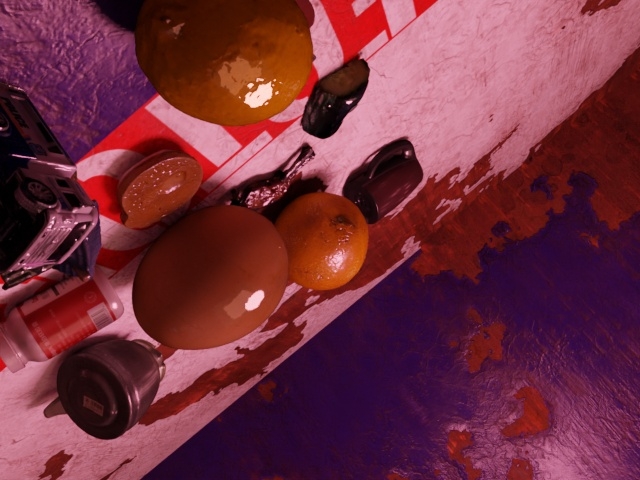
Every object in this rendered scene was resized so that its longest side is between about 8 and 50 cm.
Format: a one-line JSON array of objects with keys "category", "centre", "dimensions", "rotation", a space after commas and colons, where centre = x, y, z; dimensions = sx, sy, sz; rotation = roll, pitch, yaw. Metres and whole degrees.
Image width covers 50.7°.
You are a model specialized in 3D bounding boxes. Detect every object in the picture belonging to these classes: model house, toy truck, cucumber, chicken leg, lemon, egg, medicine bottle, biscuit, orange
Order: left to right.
[{"category": "toy truck", "centre": [-0.399, -0.088, 0.883], "dimensions": [0.124, 0.268, 0.155], "rotation": [-44, 163, 17]}, {"category": "model house", "centre": [-0.455, -0.005, 1.119], "dimensions": [0.183, 0.172, 0.166], "rotation": [-27, 160, -29]}, {"category": "medicine bottle", "centre": [-0.546, 0.162, 1.403], "dimensions": [0.250, 0.131, 0.131], "rotation": [-31, 160, -21]}, {"category": "biscuit", "centre": [-0.318, -0.109, 1.322], "dimensions": [0.181, 0.049, 0.208], "rotation": [-31, 160, -20]}, {"category": "egg", "centre": [-0.246, 0.089, 1.521], "dimensions": [0.374, 0.301, 0.301], "rotation": [-41, 161, 8]}, {"category": "lemon", "centre": [-0.136, -0.282, 0.988], "dimensions": [0.236, 0.236, 0.263], "rotation": [-44, 131, 15]}, {"category": "chicken leg", "centre": [-0.114, -0.141, 1.636], "dimensions": [0.253, 0.051, 0.106], "rotation": [-37, 156, -14]}, {"category": "orange", "centre": [0.000, 0.000, 1.827], "dimensions": [0.274, 0.274, 0.274], "rotation": [-34, 161, -14]}, {"category": "cucumber", "centre": [0.036, -0.303, 1.499], "dimensions": [0.115, 0.085, 0.193], "rotation": [-26, 164, -39]}]

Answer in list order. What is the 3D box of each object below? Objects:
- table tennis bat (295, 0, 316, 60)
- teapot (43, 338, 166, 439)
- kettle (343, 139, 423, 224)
[{"category": "table tennis bat", "centre": [-0.057, -0.376, 1.239], "dimensions": [0.130, 0.019, 0.220], "rotation": [-42, 160, 9]}, {"category": "teapot", "centre": [-0.548, 0.396, 1.796], "dimensions": [0.321, 0.239, 0.239], "rotation": [-55, 169, 27]}, {"category": "kettle", "centre": [0.195, -0.186, 2.011], "dimensions": [0.232, 0.144, 0.202], "rotation": [-36, 131, -27]}]
